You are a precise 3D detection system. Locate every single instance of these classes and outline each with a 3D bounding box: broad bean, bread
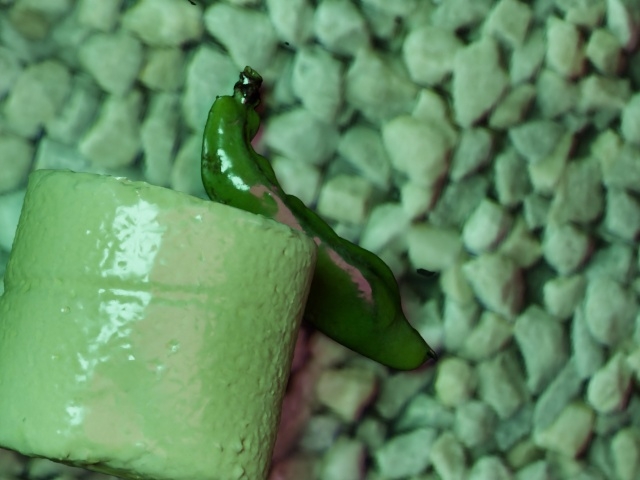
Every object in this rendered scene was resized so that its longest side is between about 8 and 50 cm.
[{"bbox_3d":[-0.007,0.002,0.925,0.061,0.046,0.195,-36,104,-17],"label":"broad bean"},{"bbox_3d":[-0.086,0.048,0.837,0.148,0.134,0.141,13,86,2],"label":"bread"}]
